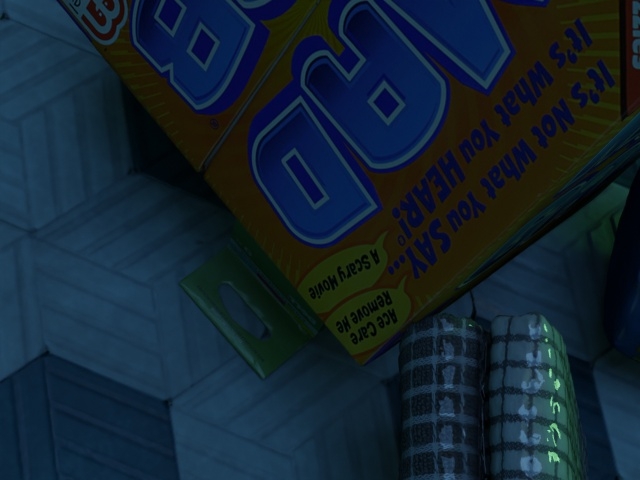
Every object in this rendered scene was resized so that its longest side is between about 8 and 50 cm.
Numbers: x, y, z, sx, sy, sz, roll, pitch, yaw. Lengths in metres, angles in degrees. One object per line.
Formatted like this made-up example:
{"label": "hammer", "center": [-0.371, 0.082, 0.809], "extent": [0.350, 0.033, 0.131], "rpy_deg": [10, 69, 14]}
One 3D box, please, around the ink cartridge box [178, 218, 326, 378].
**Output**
{"label": "ink cartridge box", "center": [0.000, 0.000, 0.983], "extent": [0.209, 0.062, 0.109], "rpy_deg": [-39, 81, -20]}

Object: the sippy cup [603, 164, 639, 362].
{"label": "sippy cup", "center": [0.348, 0.029, 0.961], "extent": [0.224, 0.240, 0.305], "rpy_deg": [11, 36, 5]}

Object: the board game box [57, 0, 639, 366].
{"label": "board game box", "center": [0.105, -0.204, 0.854], "extent": [0.356, 0.356, 0.356], "rpy_deg": [50, 44, 9]}

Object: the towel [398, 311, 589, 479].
{"label": "towel", "center": [0.120, 0.198, 0.830], "extent": [0.121, 0.284, 0.235], "rpy_deg": [-5, 66, 14]}
